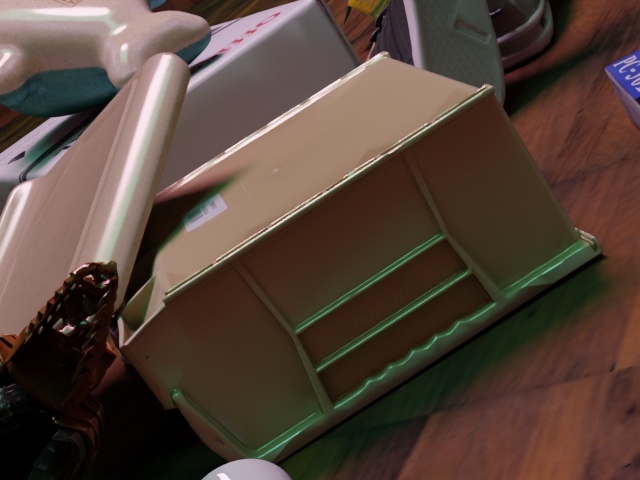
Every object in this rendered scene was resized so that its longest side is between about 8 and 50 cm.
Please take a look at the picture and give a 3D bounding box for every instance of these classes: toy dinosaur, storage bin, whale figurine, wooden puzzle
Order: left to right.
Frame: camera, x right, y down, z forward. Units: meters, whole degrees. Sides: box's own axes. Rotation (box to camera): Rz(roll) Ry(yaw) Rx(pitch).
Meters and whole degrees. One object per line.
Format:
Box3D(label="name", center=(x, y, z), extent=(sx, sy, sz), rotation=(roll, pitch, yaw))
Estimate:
Box3D(label="toy dinosaur", center=(-0.198, 0.118, 0.673), extent=(0.164, 0.322, 0.218), rotation=(22, 35, 12))
Box3D(label="wooden puzzle", center=(-0.180, 0.003, 0.846), extent=(0.239, 0.044, 0.221), rotation=(-30, 38, 44))
Box3D(label="whale figurine", center=(-0.211, -0.175, 1.105), extent=(0.272, 0.141, 0.216), rotation=(22, 53, 38))
Box3D(label="storage bin", center=(0.000, 0.000, 0.790), extent=(0.260, 0.123, 0.262), rotation=(-33, 18, -2))

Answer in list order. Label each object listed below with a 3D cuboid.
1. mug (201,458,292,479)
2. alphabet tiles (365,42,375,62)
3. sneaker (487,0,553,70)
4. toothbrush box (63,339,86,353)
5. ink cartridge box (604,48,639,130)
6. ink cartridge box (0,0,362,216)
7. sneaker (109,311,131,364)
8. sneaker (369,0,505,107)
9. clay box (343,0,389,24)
Box3D(label="mug", center=(-0.027, 0.150, 0.555), extent=(0.062, 0.078, 0.064), rotation=(-4, 16, -24))
Box3D(label="alphabet tiles", center=(0.118, -0.340, 1.429), extent=(0.342, 0.011, 0.285), rotation=(-69, 5, -63))
Box3D(label="sneaker", center=(0.178, -0.285, 1.207), extent=(0.105, 0.115, 0.281), rotation=(-25, 30, 16))
Box3D(label="toothbrush box", center=(-0.342, 0.065, 0.921), extent=(0.122, 0.283, 0.206), rotation=(-17, 24, 39))
Box3D(label="ink cartridge box", center=(0.248, -0.089, 0.735), extent=(0.097, 0.046, 0.207), rotation=(-28, 18, 10))
Box3D(label="ink cartridge box", center=(-0.150, -0.081, 1.188), extent=(0.285, 0.166, 0.395), rotation=(-40, 20, -22))
Box3D(label="sneaker", center=(-0.139, 0.077, 0.948), extent=(0.040, 0.043, 0.109), rotation=(-40, 21, -31))
Box3D(label="sneaker", center=(0.088, -0.235, 1.061), extent=(0.105, 0.295, 0.147), rotation=(-6, 1, -17))
Box3D(label="clay box", center=(0.098, -0.384, 1.537), extent=(0.127, 0.053, 0.222), rotation=(-68, 3, -52))
